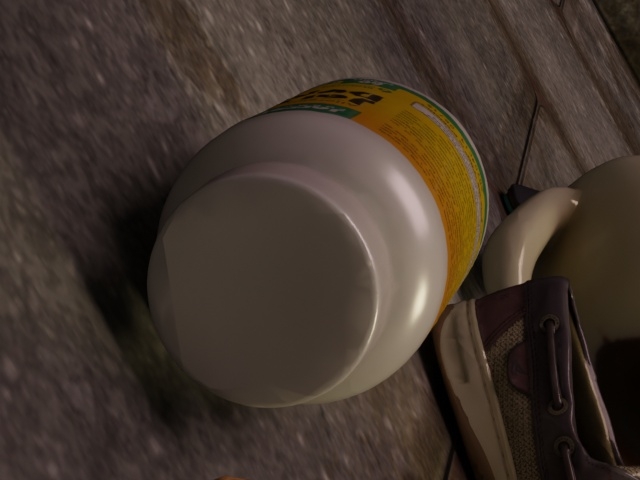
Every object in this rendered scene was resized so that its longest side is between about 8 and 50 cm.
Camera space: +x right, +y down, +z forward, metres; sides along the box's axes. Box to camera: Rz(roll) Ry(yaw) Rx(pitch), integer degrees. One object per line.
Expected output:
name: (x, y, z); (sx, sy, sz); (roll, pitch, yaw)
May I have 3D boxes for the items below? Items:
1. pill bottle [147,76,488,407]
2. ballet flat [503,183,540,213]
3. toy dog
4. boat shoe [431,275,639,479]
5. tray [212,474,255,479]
pill bottle: (0.000, 0.000, 0.778); (0.118, 0.117, 0.208); (61, 16, -4)
ballet flat: (0.224, 0.025, 1.529); (0.203, 0.074, 0.074); (56, 17, -19)
toy dog: (0.313, 0.136, 1.256); (0.395, 0.284, 0.408); (22, 41, -44)
boat shoe: (0.147, 0.148, 1.038); (0.103, 0.092, 0.285); (33, 32, -60)
tray: (0.060, 0.205, 0.710); (0.411, 0.076, 0.203); (26, 39, -66)
